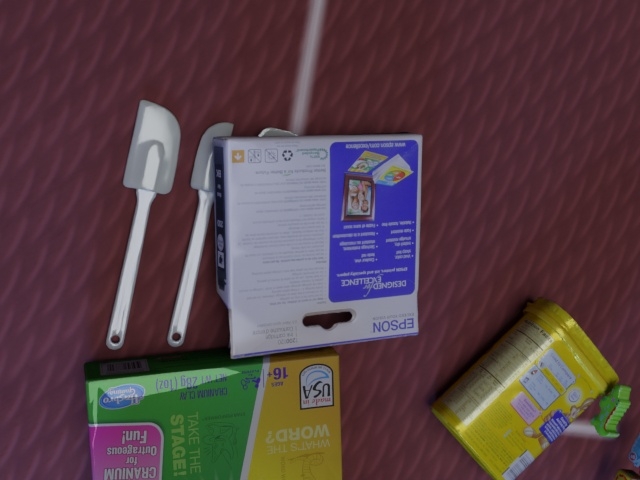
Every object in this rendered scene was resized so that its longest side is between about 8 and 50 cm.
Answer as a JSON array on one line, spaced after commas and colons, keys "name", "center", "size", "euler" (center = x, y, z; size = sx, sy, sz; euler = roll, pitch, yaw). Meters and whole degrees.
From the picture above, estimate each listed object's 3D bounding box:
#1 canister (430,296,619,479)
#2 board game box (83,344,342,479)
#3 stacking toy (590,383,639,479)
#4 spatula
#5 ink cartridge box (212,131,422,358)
[{"name": "canister", "center": [0.216, 0.163, 0.927], "size": [0.170, 0.073, 0.126], "euler": [-43, 106, -6]}, {"name": "board game box", "center": [-0.098, 0.267, 0.853], "size": [0.242, 0.064, 0.317], "euler": [-5, 99, -15]}, {"name": "stacking toy", "center": [0.349, 0.268, 0.950], "size": [0.167, 0.052, 0.221], "euler": [11, 105, -28]}, {"name": "spatula", "center": [-0.116, -0.001, 0.848], "size": [0.168, 0.019, 0.242], "euler": [11, 93, -17]}, {"name": "ink cartridge box", "center": [0.000, 0.000, 0.850], "size": [0.206, 0.045, 0.208], "euler": [-4, 99, -23]}]
